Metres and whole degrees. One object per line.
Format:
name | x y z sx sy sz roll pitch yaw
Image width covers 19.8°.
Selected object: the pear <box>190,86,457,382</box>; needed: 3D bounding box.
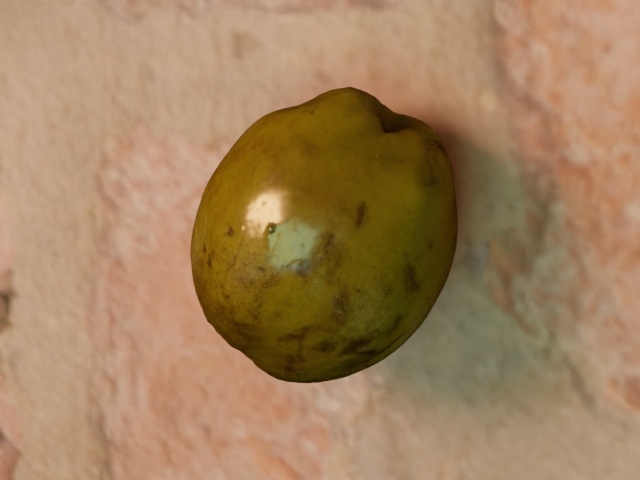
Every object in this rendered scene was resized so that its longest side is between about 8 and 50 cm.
pear | 0.000 0.000 0.753 0.107 0.107 0.131 39 115 3
